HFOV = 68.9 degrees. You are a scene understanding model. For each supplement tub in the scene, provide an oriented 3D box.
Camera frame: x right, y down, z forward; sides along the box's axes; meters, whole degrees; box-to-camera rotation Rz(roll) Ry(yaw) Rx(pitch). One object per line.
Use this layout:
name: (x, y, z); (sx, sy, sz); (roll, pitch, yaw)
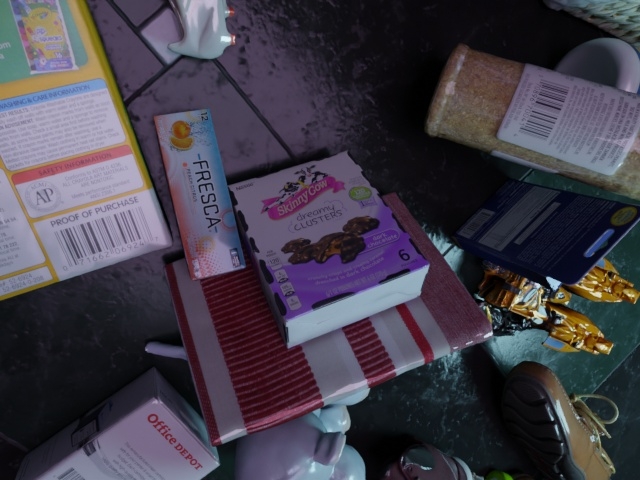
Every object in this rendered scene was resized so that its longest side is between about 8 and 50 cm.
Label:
supplement tub: (0.447, -0.197, 0.684); (0.200, 0.144, 0.144); (9, 101, -23)

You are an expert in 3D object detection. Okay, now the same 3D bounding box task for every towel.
towel: (0.002, 0.072, 0.556); (0.329, 0.237, 0.037); (-17, 144, -15)

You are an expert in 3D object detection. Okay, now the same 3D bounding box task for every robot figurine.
robot figurine: (0.387, 0.085, 0.772); (0.291, 0.085, 0.210); (21, 96, -24)

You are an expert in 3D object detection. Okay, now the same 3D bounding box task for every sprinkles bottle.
sprinkles bottle: (0.314, -0.133, 0.569); (0.356, 0.121, 0.121); (21, 98, 11)

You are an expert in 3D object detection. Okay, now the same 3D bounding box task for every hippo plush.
hippo plush: (-0.023, 0.209, 0.569); (0.234, 0.236, 0.294); (-36, 114, -8)

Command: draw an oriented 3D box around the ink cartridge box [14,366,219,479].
ink cartridge box: (-0.248, 0.278, 0.588); (0.191, 0.082, 0.139); (-35, 114, -10)

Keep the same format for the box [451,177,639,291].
box: (0.299, -0.012, 0.634); (0.136, 0.225, 0.036); (-43, 115, -4)

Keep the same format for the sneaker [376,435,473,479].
sneaker: (0.141, 0.427, 0.704); (0.163, 0.281, 0.106); (40, 123, -9)

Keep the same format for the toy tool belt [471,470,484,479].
toy tool belt: (0.264, 0.463, 0.857); (0.051, 0.052, 0.083); (29, 90, 6)

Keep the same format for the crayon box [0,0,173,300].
crayon box: (-0.299, -0.118, 0.460); (0.203, 0.083, 0.322); (-19, 111, -15)

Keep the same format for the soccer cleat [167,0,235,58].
soccer cleat: (-0.133, -0.293, 0.484); (0.076, 0.068, 0.196); (-6, 109, -16)

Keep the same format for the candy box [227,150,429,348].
candy box: (0.000, 0.000, 0.542); (0.165, 0.196, 0.070); (-20, 146, -15)

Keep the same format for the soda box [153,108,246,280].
soda box: (-0.136, -0.050, 0.525); (0.063, 0.058, 0.183); (-13, 91, -17)

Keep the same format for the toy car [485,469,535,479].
toy car: (0.391, 0.537, 0.842); (0.155, 0.188, 0.148); (28, 93, -25)

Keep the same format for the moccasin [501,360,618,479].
moccasin: (0.444, 0.342, 0.840); (0.147, 0.139, 0.380); (-45, 112, -19)

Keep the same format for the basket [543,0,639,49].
basket: (0.524, -0.427, 0.555); (0.267, 0.328, 0.331); (10, 100, -27)
